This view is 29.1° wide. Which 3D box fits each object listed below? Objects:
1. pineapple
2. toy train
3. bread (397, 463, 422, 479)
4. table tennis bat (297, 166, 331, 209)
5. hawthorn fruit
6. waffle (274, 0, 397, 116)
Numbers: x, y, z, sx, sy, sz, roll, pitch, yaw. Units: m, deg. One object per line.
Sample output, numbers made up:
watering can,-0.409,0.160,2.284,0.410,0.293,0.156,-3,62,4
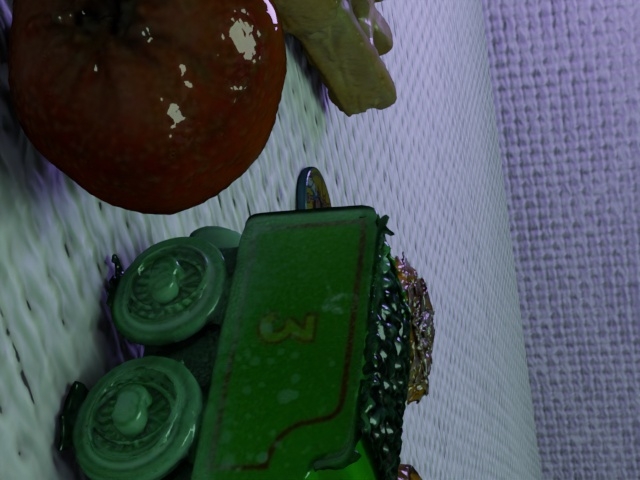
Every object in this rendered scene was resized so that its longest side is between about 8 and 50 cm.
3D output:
pineapple,0.096,0.111,1.492,0.225,0.076,0.225,-2,90,-74
toy train,-0.041,0.092,0.763,0.132,0.188,0.243,69,24,-47
bread,0.042,0.313,1.187,0.199,0.104,0.199,1,90,-74
table tennis bat,0.000,0.000,1.267,0.100,0.019,0.155,-55,137,-68
hawthorn fruit,-0.096,-0.092,0.746,0.285,0.165,0.165,111,-23,-85
waffle,0.013,-0.336,1.289,0.304,0.077,0.348,51,38,-63
